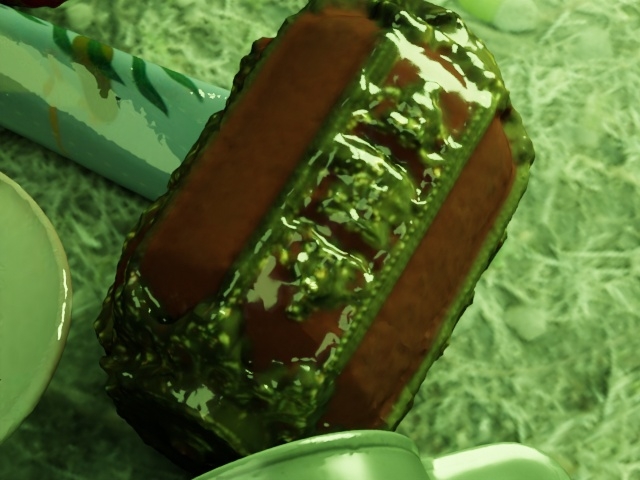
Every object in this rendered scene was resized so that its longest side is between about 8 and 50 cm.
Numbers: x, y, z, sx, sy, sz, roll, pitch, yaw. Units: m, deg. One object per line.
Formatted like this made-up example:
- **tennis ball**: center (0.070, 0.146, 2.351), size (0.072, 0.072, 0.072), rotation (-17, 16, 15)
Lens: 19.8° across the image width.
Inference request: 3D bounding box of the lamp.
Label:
- **lamp**: center (0.000, 0.000, 0.956), size (0.177, 0.177, 0.274), rotation (27, 65, 8)

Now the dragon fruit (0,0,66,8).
- **dragon fruit**: center (-0.210, -0.203, 1.089), size (0.190, 0.094, 0.094), rotation (38, 67, 22)

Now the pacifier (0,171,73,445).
- **pacifier**: center (-0.288, 0.038, 0.894), size (0.332, 0.273, 0.220), rotation (-20, 88, -14)

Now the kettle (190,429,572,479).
- **kettle**: center (0.046, 0.254, 0.819), size (0.265, 0.205, 0.318), rotation (-27, 66, 1)

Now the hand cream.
- **hand cream**: center (-0.146, -0.087, 1.055), size (0.271, 0.058, 0.091), rotation (24, 68, 1)
